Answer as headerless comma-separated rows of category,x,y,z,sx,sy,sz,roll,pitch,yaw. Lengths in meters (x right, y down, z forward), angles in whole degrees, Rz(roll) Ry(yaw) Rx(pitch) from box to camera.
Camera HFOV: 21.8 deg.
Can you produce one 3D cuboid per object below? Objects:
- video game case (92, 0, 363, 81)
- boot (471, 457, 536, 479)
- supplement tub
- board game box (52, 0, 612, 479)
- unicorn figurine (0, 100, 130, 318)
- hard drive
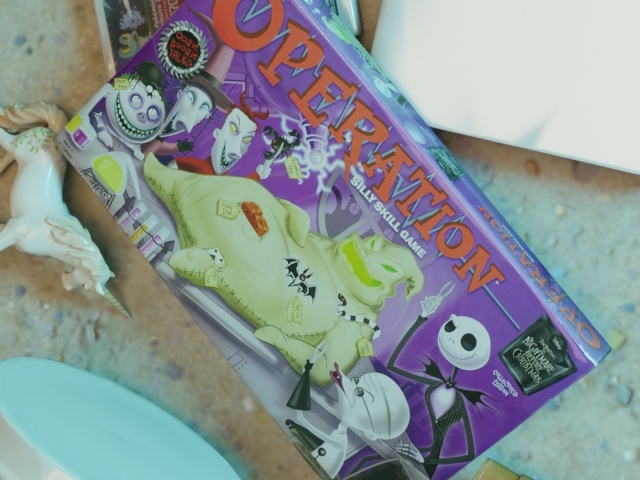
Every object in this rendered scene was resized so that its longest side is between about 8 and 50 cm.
video game case,-0.076,-0.218,1.129,0.183,0.023,0.201,-10,91,16
boot,0.167,0.186,1.057,0.152,0.073,0.197,40,100,15
supplement tub,-0.204,0.258,1.082,0.228,0.228,0.316,33,101,12
board game box,0.000,0.000,1.082,0.208,0.056,0.347,-42,83,22
unicorn figurine,-0.200,-0.021,1.154,0.111,0.060,0.162,-3,92,16
hard drive,0.160,-0.215,1.053,0.210,0.040,0.318,14,96,15
